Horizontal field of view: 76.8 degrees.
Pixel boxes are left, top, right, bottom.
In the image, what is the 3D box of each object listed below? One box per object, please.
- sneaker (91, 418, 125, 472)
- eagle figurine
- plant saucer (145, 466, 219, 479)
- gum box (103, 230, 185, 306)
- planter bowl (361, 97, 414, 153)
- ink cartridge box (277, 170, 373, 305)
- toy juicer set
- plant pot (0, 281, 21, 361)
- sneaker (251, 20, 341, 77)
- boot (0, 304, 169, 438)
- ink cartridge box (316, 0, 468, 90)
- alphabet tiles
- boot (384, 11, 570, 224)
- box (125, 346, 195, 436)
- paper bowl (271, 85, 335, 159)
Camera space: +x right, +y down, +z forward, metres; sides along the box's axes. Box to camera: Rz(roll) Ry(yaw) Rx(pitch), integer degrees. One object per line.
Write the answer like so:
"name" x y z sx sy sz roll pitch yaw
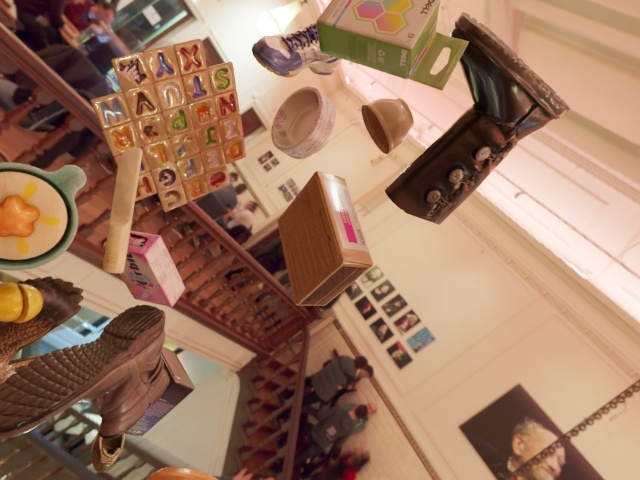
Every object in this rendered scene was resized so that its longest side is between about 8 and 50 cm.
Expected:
"sneaker" -0.531 0.517 1.009 0.064 0.192 0.086 10 12 -30
"eagle figurine" -0.611 0.235 0.779 0.225 0.226 0.298 48 26 -9
"plant saucer" -0.308 0.578 0.946 0.200 0.199 0.037 54 30 -34
"gum box" -0.392 0.061 0.906 0.062 0.107 0.188 -67 160 -43
"planter bowl" 0.208 -0.355 1.204 0.162 0.109 0.162 60 -2 4
"ink cartridge box" 0.000 0.000 0.895 0.088 0.193 0.235 9 53 -34
"toy juicer set" -0.376 0.005 0.517 0.089 0.328 0.209 21 -58 58
"plant pot" -0.866 0.215 0.965 0.293 0.235 0.293 31 32 -22
"sneaker" -0.038 -0.484 0.984 0.112 0.296 0.131 56 -45 5
"boot" -0.406 0.289 0.744 0.118 0.223 0.338 18 26 23
"ink cartridge box" 0.112 -0.317 0.614 0.209 0.109 0.062 25 -19 15
"alphabet tiles" -0.293 -0.225 0.850 0.011 0.285 0.343 41 -33 34
"boot" 0.321 -0.263 1.018 0.367 0.445 0.146 28 40 -23
"box" -0.506 0.442 1.195 0.153 0.207 0.108 45 -10 34
"paper bowl" -0.057 -0.469 1.658 0.148 0.284 0.284 24 22 -47
